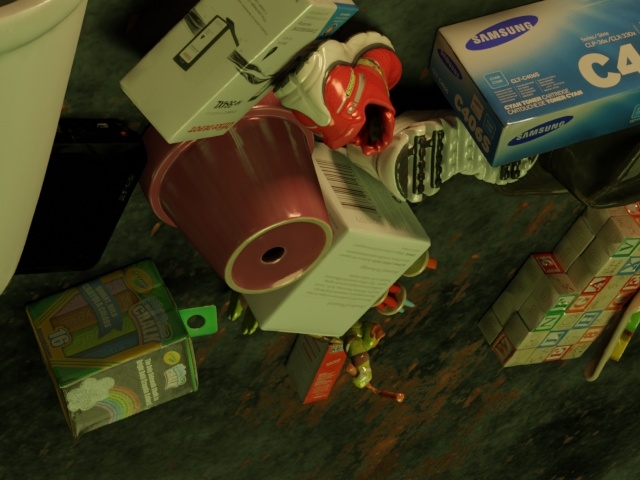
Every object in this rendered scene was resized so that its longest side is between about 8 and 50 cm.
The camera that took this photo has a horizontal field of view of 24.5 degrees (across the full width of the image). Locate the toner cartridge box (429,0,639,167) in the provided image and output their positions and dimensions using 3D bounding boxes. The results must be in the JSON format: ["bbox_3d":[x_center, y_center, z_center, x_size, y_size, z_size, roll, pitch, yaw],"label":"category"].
[{"bbox_3d":[0.320,-0.209,1.729,0.348,0.165,0.075,-18,146,-19],"label":"toner cartridge box"}]

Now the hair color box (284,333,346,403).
[{"bbox_3d":[-0.003,0.161,2.093,0.043,0.072,0.141,-10,144,-27],"label":"hair color box"}]

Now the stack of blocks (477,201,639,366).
[{"bbox_3d":[0.392,0.063,2.249,0.171,0.087,0.297,-2,140,-36],"label":"stack of blocks"}]

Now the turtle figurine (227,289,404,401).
[{"bbox_3d":[0.001,0.110,1.907,0.217,0.269,0.087,16,110,-25],"label":"turtle figurine"}]

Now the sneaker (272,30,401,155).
[{"bbox_3d":[0.035,-0.145,1.573,0.107,0.118,0.279,-39,177,22],"label":"sneaker"}]

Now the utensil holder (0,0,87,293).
[{"bbox_3d":[-0.354,-0.136,1.151,0.327,0.327,0.385,-10,145,-28],"label":"utensil holder"}]

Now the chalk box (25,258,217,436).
[{"bbox_3d":[-0.230,0.122,1.802,0.213,0.132,0.132,-21,147,-15],"label":"chalk box"}]

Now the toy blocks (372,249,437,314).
[{"bbox_3d":[0.109,0.051,2.040,0.123,0.054,0.148,-39,147,17],"label":"toy blocks"}]

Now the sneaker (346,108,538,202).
[{"bbox_3d":[0.156,-0.123,1.787,0.292,0.118,0.110,-10,112,-41],"label":"sneaker"}]

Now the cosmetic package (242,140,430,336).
[{"bbox_3d":[0.000,0.000,1.788,0.151,0.151,0.183,9,133,-46],"label":"cosmetic package"}]

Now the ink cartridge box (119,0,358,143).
[{"bbox_3d":[-0.080,-0.193,1.463,0.203,0.086,0.148,-42,173,19],"label":"ink cartridge box"}]

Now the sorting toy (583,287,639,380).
[{"bbox_3d":[0.505,0.114,2.369,0.193,0.038,0.208,-51,168,-40],"label":"sorting toy"}]

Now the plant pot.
[{"bbox_3d":[-0.080,-0.049,1.627,0.201,0.180,0.201,-21,148,-14],"label":"plant pot"}]

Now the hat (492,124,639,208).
[{"bbox_3d":[0.391,-0.123,1.942,0.331,0.134,0.331,-21,149,-14],"label":"hat"}]

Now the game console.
[{"bbox_3d":[-0.367,-0.038,1.547,0.361,0.044,0.213,-3,140,-35],"label":"game console"}]
